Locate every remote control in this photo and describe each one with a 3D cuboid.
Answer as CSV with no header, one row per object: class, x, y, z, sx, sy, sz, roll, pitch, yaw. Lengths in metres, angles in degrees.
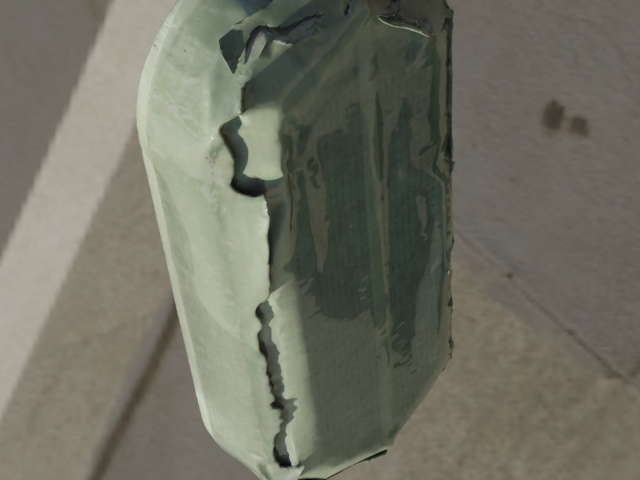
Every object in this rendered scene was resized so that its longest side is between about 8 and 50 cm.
remote control,0.000,0.000,0.525,0.052,0.104,0.247,42,156,32
